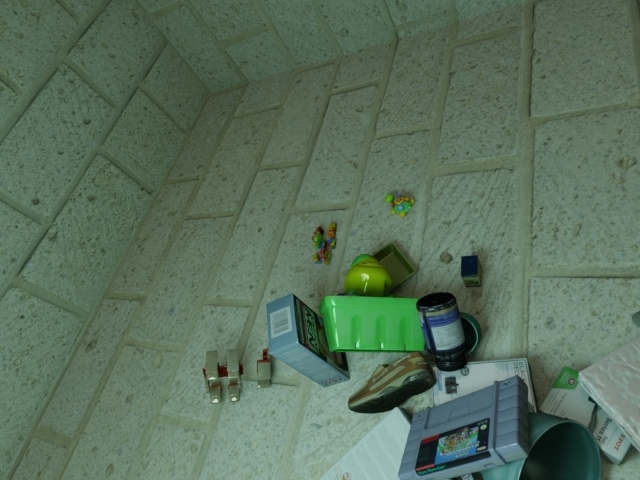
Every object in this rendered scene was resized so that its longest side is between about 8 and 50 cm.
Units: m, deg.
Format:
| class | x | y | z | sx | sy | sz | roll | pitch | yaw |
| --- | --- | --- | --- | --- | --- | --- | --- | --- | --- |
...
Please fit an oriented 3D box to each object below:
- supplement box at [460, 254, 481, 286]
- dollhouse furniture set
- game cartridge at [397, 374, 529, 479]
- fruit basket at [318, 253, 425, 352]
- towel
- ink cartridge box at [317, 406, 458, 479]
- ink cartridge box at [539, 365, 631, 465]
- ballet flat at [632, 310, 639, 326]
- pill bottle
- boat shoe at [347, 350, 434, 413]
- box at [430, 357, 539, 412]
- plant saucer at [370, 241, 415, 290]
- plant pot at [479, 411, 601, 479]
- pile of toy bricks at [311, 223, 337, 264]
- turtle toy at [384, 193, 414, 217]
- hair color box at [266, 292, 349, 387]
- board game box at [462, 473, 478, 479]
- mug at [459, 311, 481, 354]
| class | x | y | z | sx | sy | sz | roll | pitch | yaw |
| --- | --- | --- | --- | --- | --- | --- | --- | --- | --- |
| supplement box | 0.533 | 0.109 | 1.538 | 0.056 | 0.083 | 0.083 | -6 | 55 | 29 |
| dollhouse furniture set | -0.324 | 0.506 | 1.696 | 0.259 | 0.262 | 0.135 | -2 | 47 | -10 |
| game cartridge | 0.363 | 0.495 | 1.127 | 0.355 | 0.068 | 0.230 | -38 | 2 | 34 |
| fruit basket | 0.180 | 0.201 | 1.510 | 0.391 | 0.283 | 0.392 | 2 | 73 | -6 |
| towel | 0.860 | 0.399 | 1.057 | 0.316 | 0.053 | 0.332 | -22 | 53 | -12 |
| ink cartridge box | 0.198 | 0.748 | 1.298 | 0.385 | 0.091 | 0.308 | -46 | 46 | 7 |
| ink cartridge box | 0.721 | 0.461 | 1.159 | 0.208 | 0.087 | 0.153 | 28 | 76 | 41 |
| ballet flat | 0.978 | 0.223 | 1.184 | 0.213 | 0.068 | 0.072 | 12 | 65 | 38 |
| pill bottle | 0.374 | 0.280 | 1.330 | 0.122 | 0.219 | 0.123 | -16 | 9 | 3 |
| boat shoe | 0.225 | 0.465 | 1.422 | 0.324 | 0.122 | 0.120 | -36 | 38 | 28 |
| box | 0.487 | 0.455 | 1.311 | 0.289 | 0.087 | 0.169 | -11 | 53 | 25 |
| plant saucer | 0.261 | 0.125 | 1.727 | 0.188 | 0.045 | 0.188 | -36 | 47 | 5 |
| plant pot | 0.523 | 0.565 | 1.104 | 0.293 | 0.293 | 0.196 | -55 | 21 | -13 |
| pile of toy bricks | 0.000 | 0.000 | 1.941 | 0.118 | 0.105 | 0.212 | -6 | 55 | 29 |
| turtle toy | 0.334 | -0.162 | 1.875 | 0.130 | 0.066 | 0.095 | 26 | 74 | 42 |
| hair color box | -0.038 | 0.357 | 1.515 | 0.113 | 0.374 | 0.185 | -24 | 48 | 16 |
| board game box | 0.405 | 0.636 | 1.219 | 0.026 | 0.103 | 0.154 | -31 | 46 | 9 |
| mug | 0.448 | 0.308 | 1.428 | 0.158 | 0.097 | 0.129 | -45 | 71 | 25 |
